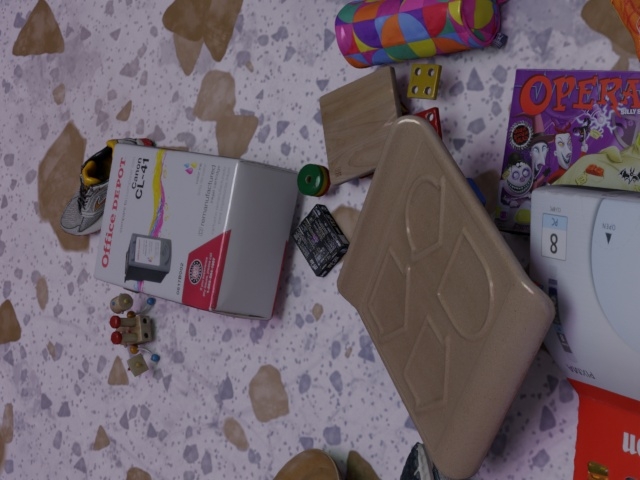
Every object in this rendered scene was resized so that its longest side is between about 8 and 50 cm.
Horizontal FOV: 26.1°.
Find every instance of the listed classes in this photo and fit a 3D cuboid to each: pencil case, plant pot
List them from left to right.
[{"bbox_3d":[-0.030,0.400,1.878,0.236,0.032,0.236,-45,32,38],"label":"plant pot"},{"bbox_3d":[0.132,-0.289,1.832,0.236,0.104,0.105,-3,82,40],"label":"pencil case"}]

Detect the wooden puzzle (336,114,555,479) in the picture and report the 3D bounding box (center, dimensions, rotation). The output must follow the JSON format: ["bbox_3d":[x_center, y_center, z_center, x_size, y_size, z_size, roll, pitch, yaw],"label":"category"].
[{"bbox_3d":[0.157,0.067,1.704,0.348,0.080,0.322,58,144,39],"label":"wooden puzzle"}]

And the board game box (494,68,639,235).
[{"bbox_3d":[0.367,-0.094,1.622,0.346,0.056,0.208,7,85,43],"label":"board game box"}]

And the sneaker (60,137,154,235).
[{"bbox_3d":[-0.368,-0.095,2.267,0.225,0.092,0.088,-47,56,29],"label":"sneaker"}]

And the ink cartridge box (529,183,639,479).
[{"bbox_3d":[0.339,0.141,1.490,0.308,0.091,0.385,13,103,63],"label":"ink cartridge box"}]

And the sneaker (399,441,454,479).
[{"bbox_3d":[0.174,0.370,1.709,0.283,0.122,0.110,-106,26,-47],"label":"sneaker"}]

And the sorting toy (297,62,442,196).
[{"bbox_3d":[0.075,-0.157,1.897,0.274,0.046,0.132,-21,70,40],"label":"sorting toy"}]

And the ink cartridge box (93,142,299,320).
[{"bbox_3d":[-0.190,-0.019,2.059,0.306,0.131,0.226,10,91,45],"label":"ink cartridge box"}]

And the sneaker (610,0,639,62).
[{"bbox_3d":[0.379,-0.278,1.634,0.067,0.064,0.175,-32,56,53],"label":"sneaker"}]

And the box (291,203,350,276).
[{"bbox_3d":[0.000,0.000,1.965,0.067,0.018,0.083,-50,54,26],"label":"box"}]

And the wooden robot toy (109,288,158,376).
[{"bbox_3d":[-0.313,0.138,2.205,0.079,0.076,0.173,-23,69,50],"label":"wooden robot toy"}]
